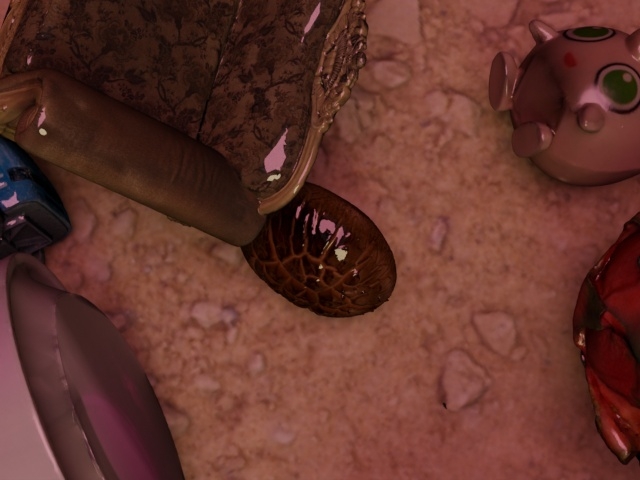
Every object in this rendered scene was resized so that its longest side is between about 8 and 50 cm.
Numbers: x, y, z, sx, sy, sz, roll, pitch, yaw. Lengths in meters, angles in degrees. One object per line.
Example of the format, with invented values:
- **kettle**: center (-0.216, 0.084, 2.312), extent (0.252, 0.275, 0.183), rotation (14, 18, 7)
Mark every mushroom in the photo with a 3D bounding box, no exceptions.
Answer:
- **mushroom**: center (-0.004, 0.008, 0.856), extent (0.126, 0.109, 0.085), rotation (21, 86, 21)

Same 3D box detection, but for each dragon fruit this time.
- **dragon fruit**: center (0.260, 0.066, 0.768), extent (0.193, 0.274, 0.192), rotation (47, 113, 15)

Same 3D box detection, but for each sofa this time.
- **sofa**: center (-0.099, -0.147, 0.799), extent (0.200, 0.182, 0.258), rotation (25, 73, -32)

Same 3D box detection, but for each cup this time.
- **cup**: center (-0.285, 0.188, 0.756), extent (0.371, 0.253, 0.253), rotation (-25, 80, -1)

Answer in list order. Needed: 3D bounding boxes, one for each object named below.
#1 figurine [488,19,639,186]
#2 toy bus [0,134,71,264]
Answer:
- **figurine**: center (0.199, -0.101, 0.858), extent (0.138, 0.125, 0.125), rotation (-6, 80, -13)
- **toy bus**: center (-0.320, -0.007, 0.861), extent (0.246, 0.113, 0.134), rotation (-26, 75, -1)
